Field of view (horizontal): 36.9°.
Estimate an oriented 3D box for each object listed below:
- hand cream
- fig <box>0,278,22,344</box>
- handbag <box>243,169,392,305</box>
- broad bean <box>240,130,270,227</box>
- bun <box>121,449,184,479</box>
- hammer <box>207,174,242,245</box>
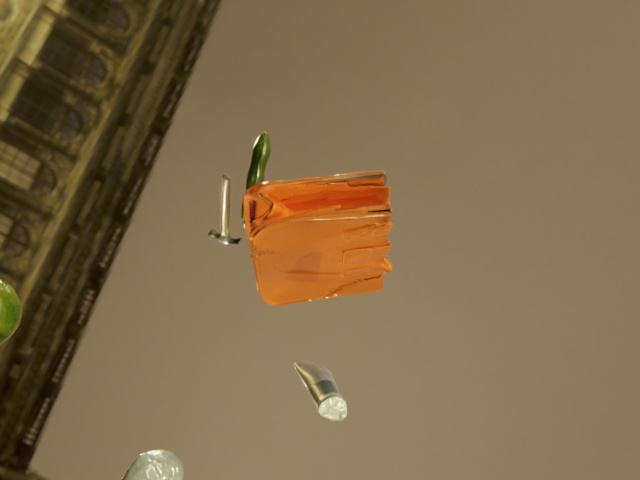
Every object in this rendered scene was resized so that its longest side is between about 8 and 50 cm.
[{"bbox_3d":[0.003,0.270,1.778,0.048,0.079,0.255,-66,-168,4],"label":"hand cream"},{"bbox_3d":[-0.886,0.186,2.540,0.203,0.203,0.235,-59,-173,-1],"label":"fig"},{"bbox_3d":[0.000,0.000,1.995,0.410,0.303,0.116,89,-7,-66],"label":"handbag"},{"bbox_3d":[-0.165,-0.159,2.437,0.065,0.046,0.255,101,1,-84],"label":"broad bean"},{"bbox_3d":[-0.306,0.457,1.772,0.083,0.141,0.141,30,-91,28],"label":"bun"},{"bbox_3d":[-0.161,-0.048,1.648,0.017,0.062,0.182,-59,168,-35],"label":"hammer"}]
